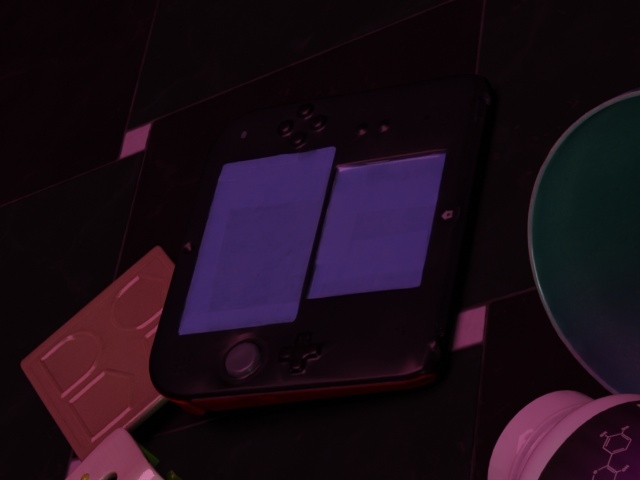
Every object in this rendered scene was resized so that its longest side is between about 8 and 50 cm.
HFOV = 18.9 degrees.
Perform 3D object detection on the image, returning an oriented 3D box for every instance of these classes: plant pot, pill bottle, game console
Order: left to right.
[{"bbox_3d":[0.000,0.000,2.016,0.342,0.060,0.387,-11,50,32],"label":"game console"},{"bbox_3d":[0.268,0.232,1.461,0.181,0.181,0.323,-51,37,-5],"label":"pill bottle"},{"bbox_3d":[0.342,-0.014,1.575,0.290,0.290,0.195,-11,14,39],"label":"plant pot"}]

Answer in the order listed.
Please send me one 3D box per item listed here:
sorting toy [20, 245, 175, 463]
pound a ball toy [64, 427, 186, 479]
[{"bbox_3d":[-0.178,0.099,2.147,0.307,0.041,0.229,-40,40,-2],"label":"sorting toy"},{"bbox_3d":[-0.269,0.333,1.875,0.319,0.208,0.136,-46,36,0],"label":"pound a ball toy"}]
